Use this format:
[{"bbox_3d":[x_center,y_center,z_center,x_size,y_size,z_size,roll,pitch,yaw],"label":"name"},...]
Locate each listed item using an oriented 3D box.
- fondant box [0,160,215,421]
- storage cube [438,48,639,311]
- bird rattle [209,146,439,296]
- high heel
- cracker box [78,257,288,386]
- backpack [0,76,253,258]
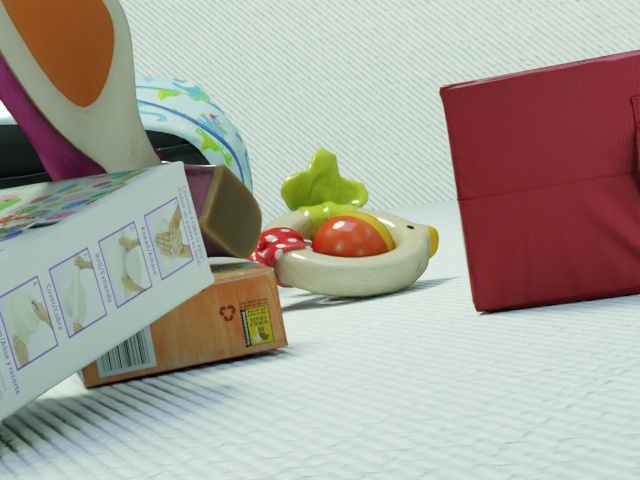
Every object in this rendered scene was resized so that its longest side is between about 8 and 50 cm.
[{"bbox_3d":[-0.257,0.052,1.100,0.238,0.096,0.330,-7,17,33],"label":"fondant box"},{"bbox_3d":[0.216,-0.054,1.373,0.193,0.184,0.215,-9,3,17],"label":"storage cube"},{"bbox_3d":[0.000,0.000,1.654,0.207,0.143,0.253,10,14,25],"label":"bird rattle"},{"bbox_3d":[-0.206,-0.089,1.273,0.181,0.127,0.377,0,-37,32],"label":"high heel"},{"bbox_3d":[-0.125,0.060,1.367,0.155,0.067,0.232,-11,5,-10],"label":"cracker box"},{"bbox_3d":[-0.252,-0.051,1.850,0.355,0.290,0.273,-2,22,20],"label":"backpack"}]
